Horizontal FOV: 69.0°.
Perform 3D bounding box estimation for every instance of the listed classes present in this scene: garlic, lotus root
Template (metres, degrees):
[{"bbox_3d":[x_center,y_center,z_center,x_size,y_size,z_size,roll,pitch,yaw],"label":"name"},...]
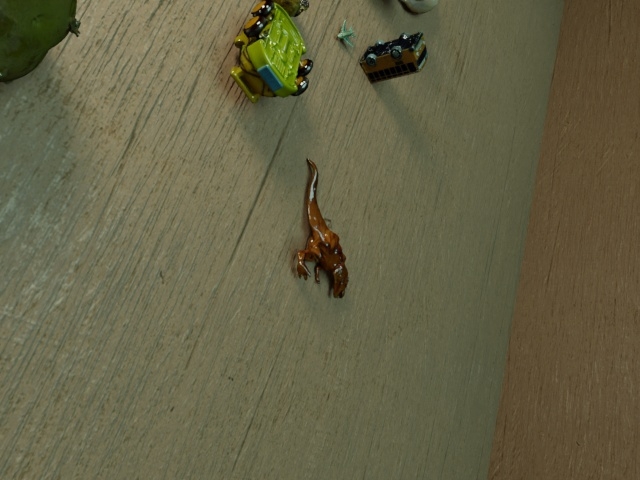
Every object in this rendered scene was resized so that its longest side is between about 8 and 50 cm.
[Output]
[{"bbox_3d":[0.376,-0.955,1.721,0.217,0.110,0.228,40,61,-45],"label":"garlic"},{"bbox_3d":[-0.111,-0.662,1.190,0.190,0.094,0.108,49,31,-26],"label":"lotus root"}]

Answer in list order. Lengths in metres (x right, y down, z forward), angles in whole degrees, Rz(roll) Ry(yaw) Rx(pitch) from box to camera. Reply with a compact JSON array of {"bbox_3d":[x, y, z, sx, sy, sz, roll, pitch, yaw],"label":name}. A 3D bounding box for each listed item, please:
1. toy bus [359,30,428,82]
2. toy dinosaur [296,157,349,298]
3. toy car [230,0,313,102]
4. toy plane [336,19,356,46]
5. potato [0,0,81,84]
[{"bbox_3d":[0.241,-0.583,1.496,0.114,0.201,0.098,52,54,-37],"label":"toy bus"},{"bbox_3d":[0.000,0.000,1.304,0.208,0.097,0.432,-44,125,-55],"label":"toy dinosaur"},{"bbox_3d":[-0.129,-0.444,1.127,0.200,0.142,0.248,50,35,-37],"label":"toy car"},{"bbox_3d":[0.077,-0.636,1.439,0.083,0.033,0.080,-33,115,-35],"label":"toy plane"},{"bbox_3d":[-0.516,-0.408,0.636,0.270,0.219,0.359,-53,124,-26],"label":"potato"}]
